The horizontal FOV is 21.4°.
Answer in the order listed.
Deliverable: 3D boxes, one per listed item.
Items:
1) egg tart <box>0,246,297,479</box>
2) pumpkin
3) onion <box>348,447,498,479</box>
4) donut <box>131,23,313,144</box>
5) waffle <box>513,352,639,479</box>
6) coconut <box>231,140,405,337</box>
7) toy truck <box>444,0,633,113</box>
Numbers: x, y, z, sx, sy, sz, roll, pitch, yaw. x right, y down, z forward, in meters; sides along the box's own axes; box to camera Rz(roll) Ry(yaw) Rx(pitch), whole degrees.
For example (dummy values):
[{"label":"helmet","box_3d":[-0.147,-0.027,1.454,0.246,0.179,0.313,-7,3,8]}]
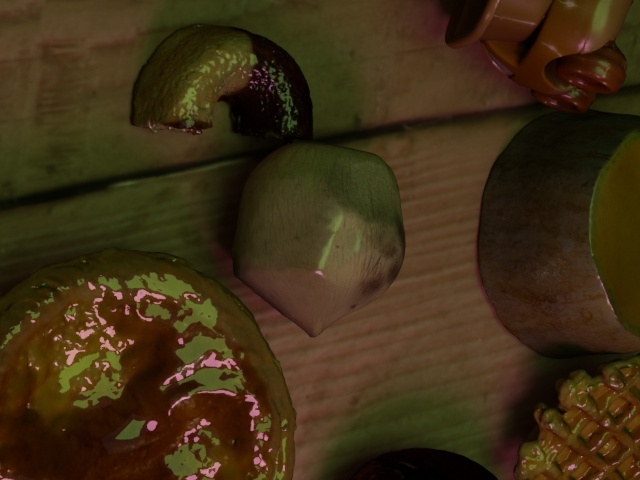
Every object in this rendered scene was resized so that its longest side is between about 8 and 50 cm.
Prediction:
[{"label":"egg tart","box_3d":[-0.238,0.225,1.821,0.443,0.178,0.443,-4,99,-30]},{"label":"pumpkin","box_3d":[0.382,0.000,2.160,0.332,0.199,0.332,-5,100,-30]},{"label":"onion","box_3d":[0.148,0.370,2.014,0.273,0.285,0.273,9,68,-24]},{"label":"donut","box_3d":[-0.100,-0.174,1.919,0.217,0.085,0.141,-1,95,-29]},{"label":"waffle","box_3d":[0.392,0.274,2.207,0.325,0.068,0.302,-7,122,-18]},{"label":"coconut","box_3d":[0.000,0.000,1.931,0.224,0.224,0.224,-3,96,-30]},{"label":"toy truck","box_3d":[0.282,-0.287,2.042,0.212,0.288,0.204,21,84,-5]}]
